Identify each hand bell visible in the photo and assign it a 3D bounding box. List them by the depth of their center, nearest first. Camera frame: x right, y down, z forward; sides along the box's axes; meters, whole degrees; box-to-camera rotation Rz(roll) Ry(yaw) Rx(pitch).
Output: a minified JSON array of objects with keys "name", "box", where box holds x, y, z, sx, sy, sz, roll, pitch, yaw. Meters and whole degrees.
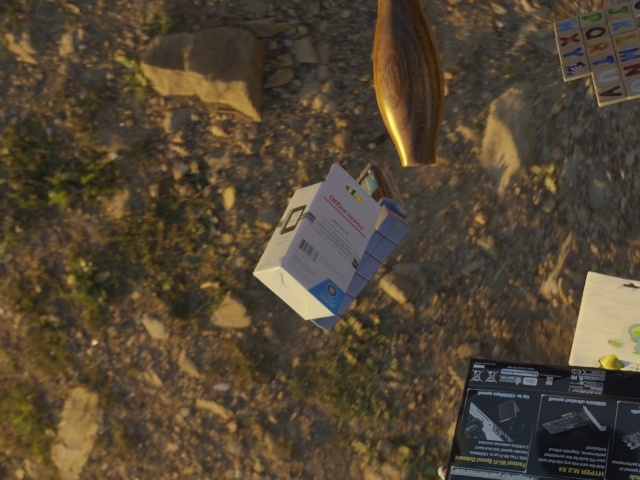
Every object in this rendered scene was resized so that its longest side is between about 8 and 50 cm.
[{"name":"hand bell","box":[0.039,-0.162,0.551,0.126,0.126,0.241,-6,93,17]}]

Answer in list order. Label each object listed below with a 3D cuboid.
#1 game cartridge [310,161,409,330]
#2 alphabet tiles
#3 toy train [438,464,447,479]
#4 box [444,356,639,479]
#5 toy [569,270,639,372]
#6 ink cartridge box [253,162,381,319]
[{"name":"game cartridge","box":[0.053,-0.006,1.705,0.068,0.355,0.230,30,104,-11]},{"name":"alphabet tiles","box":[0.455,-0.285,1.447,0.198,0.237,0.009,-13,131,17]},{"name":"toy train","box":[0.265,0.330,1.511,0.166,0.125,0.046,-35,91,43]},{"name":"box","box":[0.241,0.216,0.712,0.308,0.242,0.076,1,145,24]},{"name":"toy","box":[0.495,0.133,1.607,0.137,0.056,0.237,12,135,16]},{"name":"ink cartridge box","box":[0.000,0.000,1.268,0.060,0.180,0.104,-16,129,47]}]
